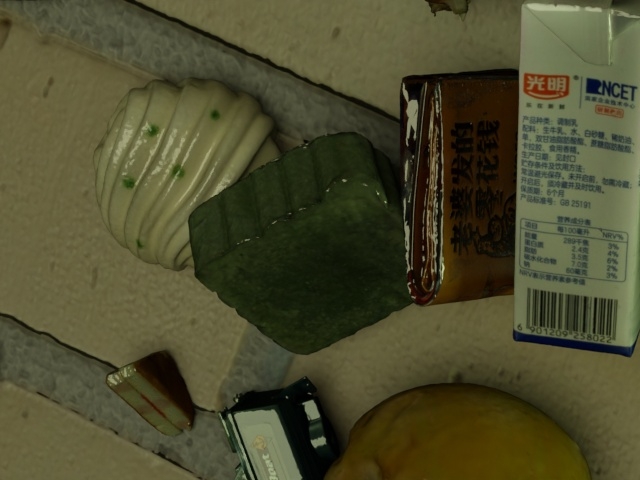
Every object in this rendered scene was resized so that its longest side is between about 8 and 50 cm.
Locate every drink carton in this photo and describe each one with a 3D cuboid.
[{"bbox_3d":[0.216,-0.072,1.594,0.106,0.130,0.315,7,123,15],"label":"drink carton"}]

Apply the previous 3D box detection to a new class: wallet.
[{"bbox_3d":[0.132,-0.046,1.664,0.042,0.161,0.196,5,97,42],"label":"wallet"}]

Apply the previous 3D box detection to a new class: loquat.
[{"bbox_3d":[0.120,0.236,1.680,0.243,0.244,0.244,2,99,16],"label":"loquat"}]

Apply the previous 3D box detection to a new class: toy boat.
[{"bbox_3d":[-0.019,0.275,1.776,0.122,0.114,0.296,-18,92,12],"label":"toy boat"}]

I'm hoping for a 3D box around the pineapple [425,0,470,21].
[{"bbox_3d":[0.140,-0.322,1.597,0.209,0.344,0.286,-21,136,14],"label":"pineapple"}]

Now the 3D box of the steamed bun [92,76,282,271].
[{"bbox_3d":[-0.125,-0.061,1.764,0.182,0.106,0.183,2,98,15],"label":"steamed bun"}]

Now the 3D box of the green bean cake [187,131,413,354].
[{"bbox_3d":[0.000,0.000,1.696,0.183,0.185,0.094,-27,54,20],"label":"green bean cake"}]

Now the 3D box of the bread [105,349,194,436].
[{"bbox_3d":[-0.155,0.131,1.831,0.043,0.062,0.109,-21,134,20],"label":"bread"}]
